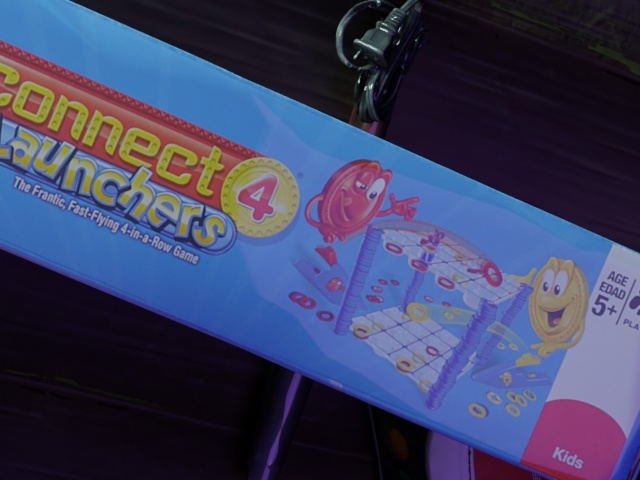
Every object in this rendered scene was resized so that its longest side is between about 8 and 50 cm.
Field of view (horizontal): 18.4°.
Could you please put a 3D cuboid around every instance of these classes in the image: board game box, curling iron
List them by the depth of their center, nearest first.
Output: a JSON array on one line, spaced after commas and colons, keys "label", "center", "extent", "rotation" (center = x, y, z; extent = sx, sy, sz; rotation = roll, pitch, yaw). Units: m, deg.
[{"label": "board game box", "center": [-0.038, -0.011, 0.804], "extent": [0.308, 0.302, 0.086], "rotation": [23, 89, -8]}, {"label": "curling iron", "center": [0.000, 0.000, 1.028], "extent": [0.068, 0.035, 0.274], "rotation": [0, 109, -66]}]

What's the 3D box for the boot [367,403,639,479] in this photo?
[{"label": "boot", "center": [0.115, 0.064, 1.075], "extent": [0.176, 0.088, 0.244], "rotation": [-22, 124, -23]}]
